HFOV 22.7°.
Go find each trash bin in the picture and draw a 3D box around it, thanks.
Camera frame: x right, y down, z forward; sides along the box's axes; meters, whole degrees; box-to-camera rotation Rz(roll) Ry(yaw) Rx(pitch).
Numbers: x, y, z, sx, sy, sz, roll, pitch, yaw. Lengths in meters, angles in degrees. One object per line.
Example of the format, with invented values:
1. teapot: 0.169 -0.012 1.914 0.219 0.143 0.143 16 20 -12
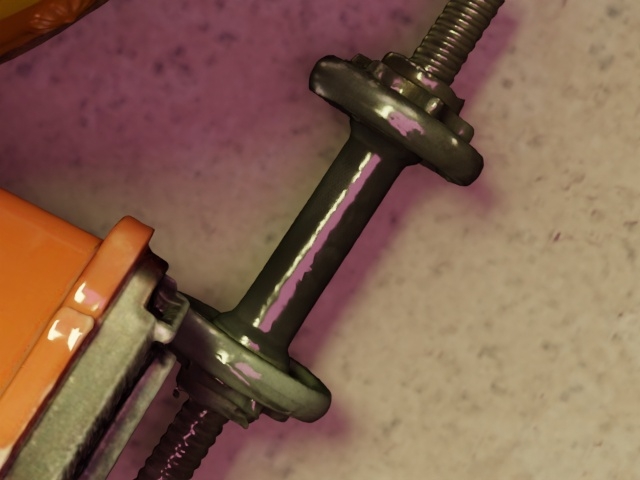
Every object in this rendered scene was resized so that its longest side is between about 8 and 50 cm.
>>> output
1. trash bin: -0.190 0.043 0.554 0.239 0.161 0.184 31 60 -6

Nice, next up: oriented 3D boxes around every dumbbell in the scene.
1. dumbbell: 0.000 0.000 0.635 0.082 0.081 0.254 33 92 -13

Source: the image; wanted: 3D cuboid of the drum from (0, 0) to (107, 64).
1. drum: -0.183 -0.255 0.432 0.431 0.214 0.431 2 81 -11
